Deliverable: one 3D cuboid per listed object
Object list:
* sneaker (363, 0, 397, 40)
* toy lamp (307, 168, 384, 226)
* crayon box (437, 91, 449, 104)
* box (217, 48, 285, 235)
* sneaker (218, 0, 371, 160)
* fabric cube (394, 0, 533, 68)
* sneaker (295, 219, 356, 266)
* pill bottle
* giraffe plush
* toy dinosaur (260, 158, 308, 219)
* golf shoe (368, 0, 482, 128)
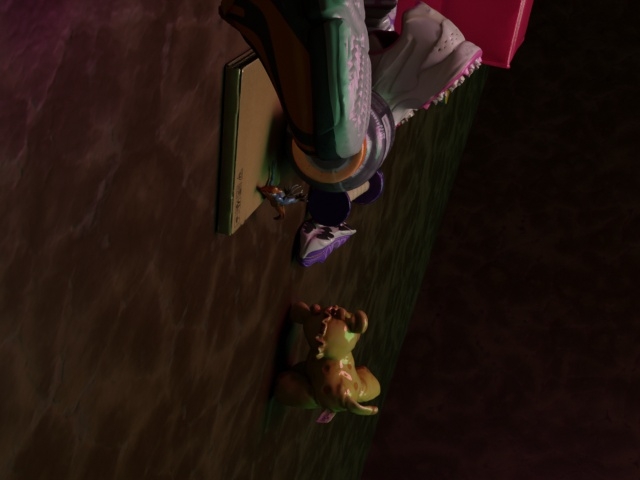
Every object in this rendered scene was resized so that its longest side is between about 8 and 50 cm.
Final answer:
[{"bbox_3d":[0.072,-0.362,1.300,0.236,0.095,0.105,82,18,-69],"label":"sneaker"},{"bbox_3d":[0.051,-0.085,1.517,0.274,0.080,0.080,-32,134,-68],"label":"toy lamp"},{"bbox_3d":[0.259,-0.438,1.999,0.278,0.081,0.166,59,47,-72],"label":"crayon box"},{"bbox_3d":[-0.075,-0.129,1.052,0.164,0.021,0.201,-54,154,-58],"label":"box"},{"bbox_3d":[-0.072,-0.194,0.594,0.124,0.180,0.321,46,33,-76],"label":"sneaker"},{"bbox_3d":[0.232,-0.457,1.481,0.254,0.259,0.258,-52,153,-62],"label":"fabric cube"},{"bbox_3d":[0.000,0.000,1.455,0.170,0.068,0.071,-26,144,-63],"label":"sneaker"},{"bbox_3d":[0.026,-0.135,1.171,0.246,0.130,0.131,-54,155,-75],"label":"pill bottle"},{"bbox_3d":[0.014,0.183,1.458,0.210,0.181,0.171,-112,-158,-83],"label":"giraffe plush"},{"bbox_3d":[-0.051,-0.052,1.108,0.082,0.047,0.090,-14,130,-55],"label":"toy dinosaur"},{"bbox_3d":[0.094,-0.231,1.322,0.306,0.140,0.115,-35,-171,40],"label":"golf shoe"}]
